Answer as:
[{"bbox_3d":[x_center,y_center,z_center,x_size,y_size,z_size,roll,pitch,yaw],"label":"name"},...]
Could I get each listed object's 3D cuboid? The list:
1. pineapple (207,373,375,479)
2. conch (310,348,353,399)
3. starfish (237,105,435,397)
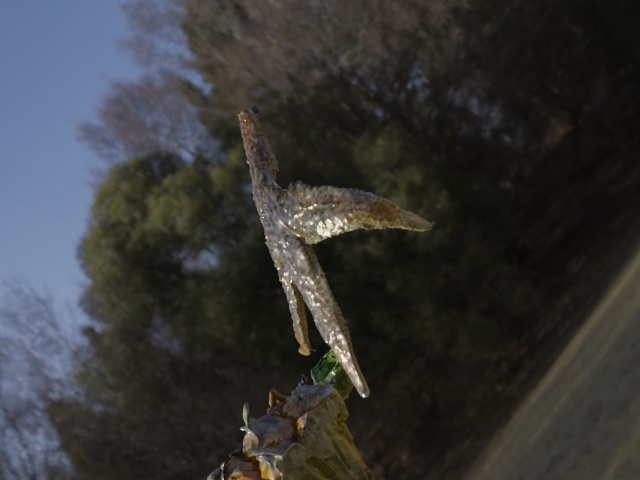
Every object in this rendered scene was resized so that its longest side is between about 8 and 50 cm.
[{"bbox_3d":[-0.017,0.265,1.237,0.114,0.186,0.236,-4,54,47],"label":"pineapple"},{"bbox_3d":[0.019,0.242,2.108,0.074,0.089,0.121,-9,-55,-48],"label":"conch"},{"bbox_3d":[-0.009,0.002,1.667,0.132,0.383,0.398,-19,13,-31],"label":"starfish"}]
